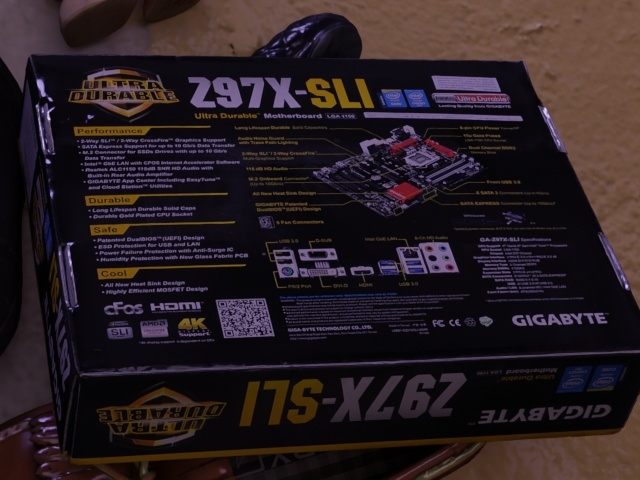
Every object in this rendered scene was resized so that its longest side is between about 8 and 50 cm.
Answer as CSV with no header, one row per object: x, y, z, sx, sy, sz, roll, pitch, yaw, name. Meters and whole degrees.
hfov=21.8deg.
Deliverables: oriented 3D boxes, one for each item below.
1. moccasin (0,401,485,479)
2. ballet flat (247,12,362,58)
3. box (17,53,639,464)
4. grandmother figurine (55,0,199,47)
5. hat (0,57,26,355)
-0.067,0.136,0.948,0.380,0.147,0.139,-9,76,-17,moccasin
-0.046,-0.092,1.087,0.173,0.049,0.057,-33,112,-16,ballet flat
0.000,0.000,0.957,0.322,0.079,0.257,-2,43,-17,box
-0.178,-0.303,1.078,0.208,0.104,0.342,-22,82,-39,grandmother figurine
-0.294,-0.061,0.924,0.134,0.331,0.331,-17,76,19,hat
